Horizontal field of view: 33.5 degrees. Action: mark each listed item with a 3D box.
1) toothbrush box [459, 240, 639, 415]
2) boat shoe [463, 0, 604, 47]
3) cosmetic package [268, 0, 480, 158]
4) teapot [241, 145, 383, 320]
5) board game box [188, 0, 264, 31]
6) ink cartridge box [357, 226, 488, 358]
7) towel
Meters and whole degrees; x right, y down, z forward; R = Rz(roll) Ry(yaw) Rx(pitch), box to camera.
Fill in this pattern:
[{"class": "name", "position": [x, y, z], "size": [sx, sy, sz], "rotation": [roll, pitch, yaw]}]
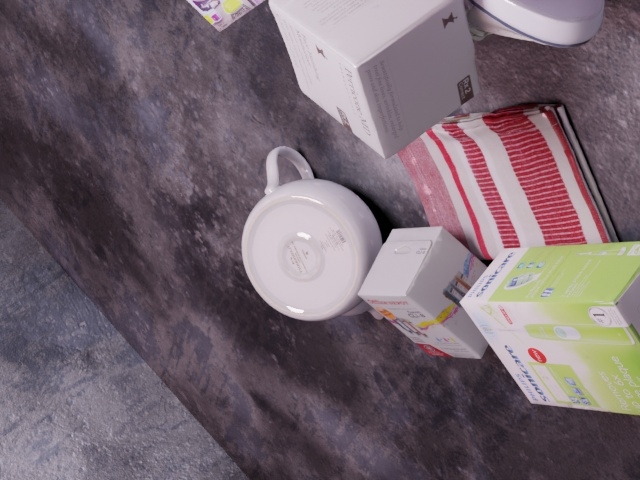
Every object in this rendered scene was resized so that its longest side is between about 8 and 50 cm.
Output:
[{"class": "toothbrush box", "position": [0.361, 0.118, 1.425], "size": [0.206, 0.122, 0.283], "rotation": [53, 153, -20]}, {"class": "boat shoe", "position": [0.174, -0.291, 1.267], "size": [0.367, 0.136, 0.156], "rotation": [37, 147, 31]}, {"class": "cosmetic package", "position": [0.064, -0.227, 1.238], "size": [0.183, 0.151, 0.151], "rotation": [44, 166, 40]}, {"class": "teapot", "position": [0.000, 0.000, 1.788], "size": [0.252, 0.187, 0.256], "rotation": [19, 113, 17]}, {"class": "board game box", "position": [-0.070, -0.397, 1.215], "size": [0.347, 0.056, 0.208], "rotation": [-26, 119, 39]}, {"class": "ink cartridge box", "position": [0.173, 0.079, 1.612], "size": [0.176, 0.127, 0.128], "rotation": [40, 158, -25]}, {"class": "towel", "position": [0.249, -0.070, 1.496], "size": [0.329, 0.037, 0.237], "rotation": [-1, 121, 55]}]
